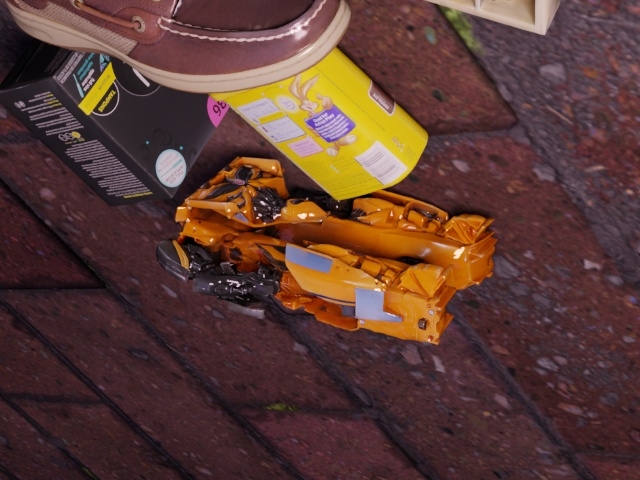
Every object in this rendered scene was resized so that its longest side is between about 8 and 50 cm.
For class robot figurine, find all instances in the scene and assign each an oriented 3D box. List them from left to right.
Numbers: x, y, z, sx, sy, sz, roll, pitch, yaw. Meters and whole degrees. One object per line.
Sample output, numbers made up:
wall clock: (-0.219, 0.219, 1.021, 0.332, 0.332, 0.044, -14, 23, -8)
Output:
robot figurine: (0.000, 0.000, 1.527, 0.291, 0.211, 0.085, 16, 121, 19)

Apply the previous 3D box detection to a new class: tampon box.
tampon box: (-0.186, -0.128, 1.537, 0.101, 0.120, 0.161, -6, 136, 48)

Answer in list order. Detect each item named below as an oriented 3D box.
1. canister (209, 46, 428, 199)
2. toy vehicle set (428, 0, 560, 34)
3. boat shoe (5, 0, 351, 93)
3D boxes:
canister: (-0.005, -0.114, 1.447, 0.170, 0.073, 0.126, 41, 150, -24)
toy vehicle set: (0.084, -0.262, 1.161, 0.166, 0.035, 0.267, 19, 150, 19)
boat shoe: (-0.138, -0.213, 1.362, 0.342, 0.123, 0.123, 18, 152, 33)
